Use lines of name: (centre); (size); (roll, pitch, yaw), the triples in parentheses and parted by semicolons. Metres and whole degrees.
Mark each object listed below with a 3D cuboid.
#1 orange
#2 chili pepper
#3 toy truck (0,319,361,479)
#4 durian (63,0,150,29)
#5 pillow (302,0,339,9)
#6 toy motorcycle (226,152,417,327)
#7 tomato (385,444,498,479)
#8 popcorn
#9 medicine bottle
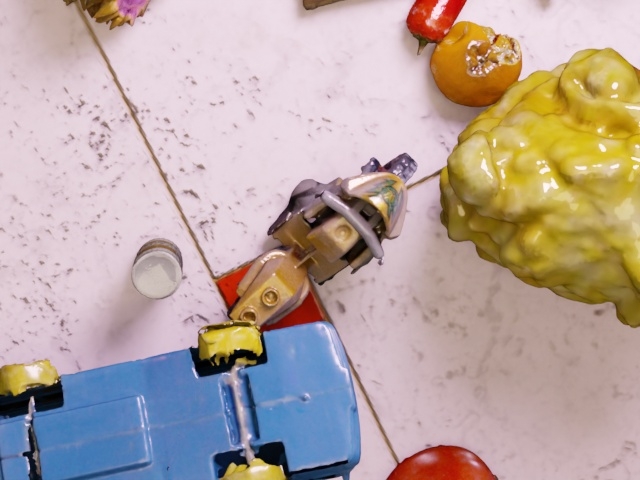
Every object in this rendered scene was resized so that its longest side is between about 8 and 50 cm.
orange: (0.146, -0.163, 1.292); (0.086, 0.062, 0.086); (-1, 102, -3)
chili pepper: (0.126, -0.254, 1.284); (0.045, 0.027, 0.178); (27, 89, 30)
toy truck: (-0.154, 0.176, 1.243); (0.385, 0.162, 0.161); (-13, 76, 4)
durian: (-0.161, -0.318, 1.209); (0.186, 0.154, 0.260); (31, 96, 21)
pillow: (0.019, -0.321, 1.266); (0.113, 0.038, 0.203); (-13, 101, -3)
toy motorcycle: (0.000, 0.000, 1.271); (0.229, 0.130, 0.094); (-42, 101, 3)
tomato: (0.128, 0.289, 1.350); (0.139, 0.091, 0.159); (-22, 103, 0)
popcorn: (0.234, -0.057, 1.238); (0.250, 0.242, 0.235); (11, 107, 6)
medicine bottle: (-0.151, 0.025, 1.286); (0.047, 0.083, 0.047); (-1, 99, -5)
